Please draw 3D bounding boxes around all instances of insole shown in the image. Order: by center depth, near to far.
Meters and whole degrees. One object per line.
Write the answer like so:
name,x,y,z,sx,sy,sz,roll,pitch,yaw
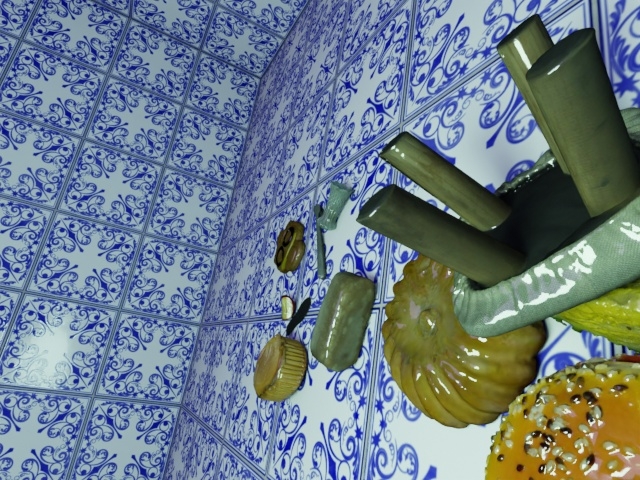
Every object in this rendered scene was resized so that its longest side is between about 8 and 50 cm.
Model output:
insole,-0.074,0.254,1.342,0.188,0.004,0.064,-55,29,34

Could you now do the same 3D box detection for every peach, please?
peach,-0.112,0.230,1.380,0.083,0.050,0.077,-89,1,-56

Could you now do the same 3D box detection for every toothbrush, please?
toothbrush,0.000,0.000,1.329,0.030,0.031,0.296,-30,47,32

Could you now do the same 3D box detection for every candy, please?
candy,0.054,0.193,0.989,0.104,0.103,0.233,8,83,66

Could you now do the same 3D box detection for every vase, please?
vase,0.040,-0.104,1.258,0.148,0.081,0.081,-66,24,20

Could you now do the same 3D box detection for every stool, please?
stool,0.238,-0.088,0.499,0.310,0.226,0.310,-39,15,32

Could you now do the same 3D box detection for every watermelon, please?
watermelon,0.340,0.062,0.425,0.301,0.129,0.122,174,107,-71

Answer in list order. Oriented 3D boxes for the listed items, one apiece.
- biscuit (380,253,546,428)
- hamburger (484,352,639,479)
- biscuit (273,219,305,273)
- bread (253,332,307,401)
biscuit,0.212,0.144,0.692,0.326,0.107,0.325,-38,44,50
hamburger,0.285,0.255,0.361,0.300,0.176,0.299,-42,38,46
biscuit,-0.127,0.019,1.574,0.208,0.041,0.290,-67,25,9
bread,-0.119,0.389,1.230,0.199,0.104,0.199,-48,30,39
